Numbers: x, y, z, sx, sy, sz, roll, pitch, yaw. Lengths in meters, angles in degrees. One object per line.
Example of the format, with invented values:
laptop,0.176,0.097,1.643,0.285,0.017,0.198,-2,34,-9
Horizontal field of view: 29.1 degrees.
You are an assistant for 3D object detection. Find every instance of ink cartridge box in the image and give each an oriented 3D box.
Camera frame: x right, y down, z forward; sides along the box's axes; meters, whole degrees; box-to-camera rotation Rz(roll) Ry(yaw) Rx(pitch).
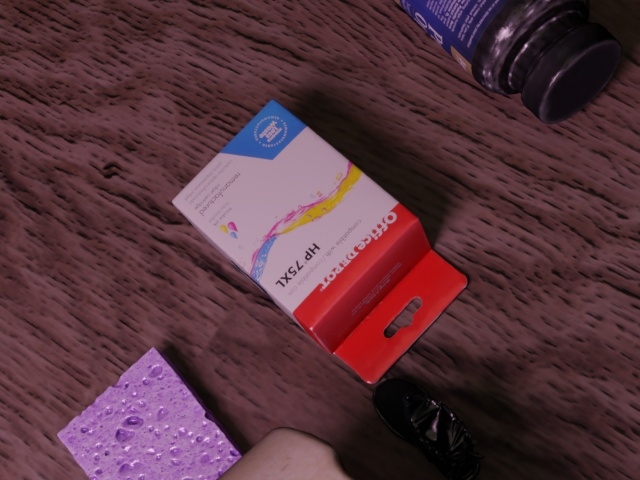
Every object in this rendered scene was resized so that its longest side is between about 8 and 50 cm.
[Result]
ink cartridge box,0.000,0.000,1.077,0.231,0.078,0.134,41,83,25

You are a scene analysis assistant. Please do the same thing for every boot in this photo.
boot,0.082,0.144,0.984,0.045,0.099,0.121,-42,65,-6

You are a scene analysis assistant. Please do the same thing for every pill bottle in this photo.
pill bottle,0.158,-0.208,1.094,0.123,0.123,0.219,-39,64,-3

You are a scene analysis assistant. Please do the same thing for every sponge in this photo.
sponge,-0.122,0.205,1.052,0.117,0.031,0.210,-41,64,-4

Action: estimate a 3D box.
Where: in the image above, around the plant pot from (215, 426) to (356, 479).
plant pot,-0.048,0.311,0.855,0.334,0.334,0.305,34,70,24
